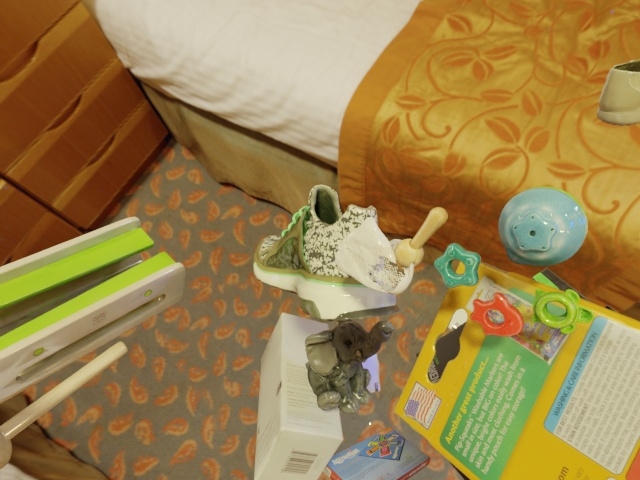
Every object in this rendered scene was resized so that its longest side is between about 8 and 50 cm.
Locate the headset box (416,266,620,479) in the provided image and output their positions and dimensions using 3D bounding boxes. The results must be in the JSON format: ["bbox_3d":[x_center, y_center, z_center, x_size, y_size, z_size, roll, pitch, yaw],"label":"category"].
[{"bbox_3d":[0.308,0.197,0.622,0.283,0.246,0.131,-37,102,13],"label":"headset box"}]

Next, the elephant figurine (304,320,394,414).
[{"bbox_3d":[0.054,0.243,0.966,0.185,0.169,0.240,5,109,4],"label":"elephant figurine"}]

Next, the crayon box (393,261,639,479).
[{"bbox_3d":[0.240,0.163,0.389,0.323,0.083,0.203,28,98,49],"label":"crayon box"}]

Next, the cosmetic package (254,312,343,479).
[{"bbox_3d":[-0.066,0.403,1.143,0.156,0.217,0.385,16,27,-16],"label":"cosmetic package"}]

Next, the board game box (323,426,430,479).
[{"bbox_3d":[0.148,0.576,1.121,0.145,0.281,0.027,25,108,42],"label":"board game box"}]

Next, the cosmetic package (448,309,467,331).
[{"bbox_3d":[0.457,0.261,1.345,0.117,0.231,0.085,-47,47,-3],"label":"cosmetic package"}]

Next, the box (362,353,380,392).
[{"bbox_3d":[0.103,0.450,1.537,0.181,0.119,0.181,3,76,-33],"label":"box"}]

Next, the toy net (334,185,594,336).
[{"bbox_3d":[0.121,0.024,0.413,0.232,0.045,0.122,-6,98,37],"label":"toy net"}]

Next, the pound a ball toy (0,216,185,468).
[{"bbox_3d":[-0.329,0.127,0.577,0.208,0.136,0.319,41,46,17],"label":"pound a ball toy"}]

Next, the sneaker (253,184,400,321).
[{"bbox_3d":[0.000,0.000,0.725,0.158,0.410,0.182,3,96,-27],"label":"sneaker"}]

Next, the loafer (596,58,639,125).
[{"bbox_3d":[0.560,-0.270,0.664,0.268,0.092,0.102,-28,35,0],"label":"loafer"}]
